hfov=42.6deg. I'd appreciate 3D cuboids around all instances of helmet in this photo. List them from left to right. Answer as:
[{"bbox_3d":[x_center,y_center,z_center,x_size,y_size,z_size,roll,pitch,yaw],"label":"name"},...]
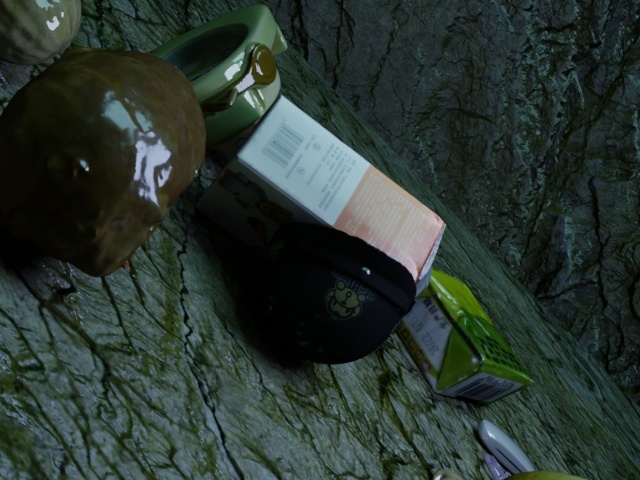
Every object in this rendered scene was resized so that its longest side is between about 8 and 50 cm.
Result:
[{"bbox_3d":[0.006,0.092,1.189,0.231,0.160,0.279,34,-17,-8],"label":"helmet"}]

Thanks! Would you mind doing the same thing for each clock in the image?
[{"bbox_3d":[-0.196,-0.253,1.365,0.348,0.286,0.117,-94,159,-56],"label":"clock"}]

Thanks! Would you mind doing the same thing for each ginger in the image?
[{"bbox_3d":[-0.239,-0.102,0.897,0.200,0.269,0.223,46,-11,-20],"label":"ginger"}]

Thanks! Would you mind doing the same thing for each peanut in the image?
[{"bbox_3d":[-0.446,-0.378,1.195,0.174,0.158,0.340,3,46,-47],"label":"peanut"}]

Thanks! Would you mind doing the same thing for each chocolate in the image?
[{"bbox_3d":[0.288,0.207,1.771,0.301,0.137,0.288,28,26,-53],"label":"chocolate"}]

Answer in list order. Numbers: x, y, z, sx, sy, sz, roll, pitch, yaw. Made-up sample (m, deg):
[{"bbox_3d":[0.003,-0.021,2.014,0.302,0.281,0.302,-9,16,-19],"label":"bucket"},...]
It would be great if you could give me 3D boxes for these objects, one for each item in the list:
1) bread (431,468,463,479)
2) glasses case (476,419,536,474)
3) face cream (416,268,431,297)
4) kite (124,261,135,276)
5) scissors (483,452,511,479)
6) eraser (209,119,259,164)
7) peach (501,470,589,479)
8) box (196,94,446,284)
[{"bbox_3d":[0.230,0.431,1.202,0.225,0.081,0.134,40,13,-18],"label":"bread"},{"bbox_3d":[0.375,0.425,1.651,0.164,0.041,0.063,45,18,-13],"label":"glasses case"},{"bbox_3d":[0.118,0.027,1.617,0.153,0.177,0.177,60,5,-40],"label":"face cream"},{"bbox_3d":[-0.319,-0.047,1.038,0.222,0.008,0.125,39,16,-29],"label":"kite"},{"bbox_3d":[0.343,0.472,1.496,0.110,0.021,0.212,47,16,-13],"label":"scissors"},{"bbox_3d":[-0.069,-0.137,1.531,0.290,0.171,0.087,39,59,2],"label":"eraser"},{"bbox_3d":[0.298,0.439,0.991,0.314,0.281,0.315,14,33,-48],"label":"peach"},{"bbox_3d":[0.000,-0.039,1.317,0.341,0.225,0.143,37,61,-9],"label":"box"}]
